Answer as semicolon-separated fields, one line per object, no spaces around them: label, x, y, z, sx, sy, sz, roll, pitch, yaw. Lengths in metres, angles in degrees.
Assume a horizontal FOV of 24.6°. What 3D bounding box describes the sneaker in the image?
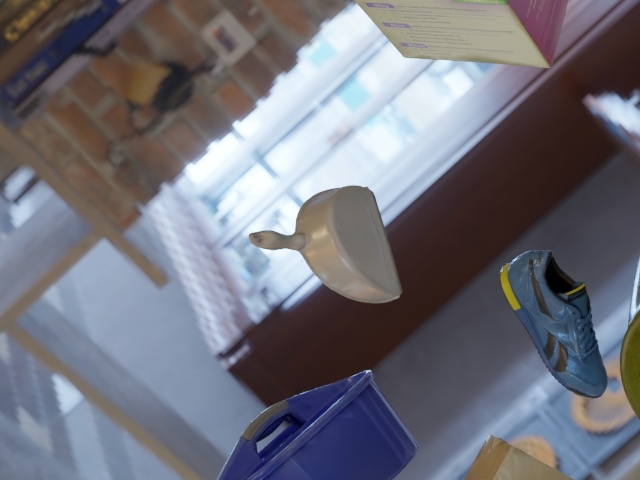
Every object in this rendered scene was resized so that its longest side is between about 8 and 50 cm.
sneaker;0.303;0.103;1.784;0.209;0.082;0.069;56;-138;-11

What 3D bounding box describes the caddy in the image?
caddy;-0.029;0.311;2.029;0.179;0.341;0.241;51;142;1

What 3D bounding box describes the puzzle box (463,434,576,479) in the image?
puzzle box;0.302;0.445;1.881;0.409;0.272;0.052;32;177;-30

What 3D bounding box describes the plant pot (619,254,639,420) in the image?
plant pot;0.517;0.088;1.721;0.366;0.366;0.353;48;-143;0

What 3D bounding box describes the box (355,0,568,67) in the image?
box;0.167;-0.323;1.819;0.213;0.117;0.243;8;165;29

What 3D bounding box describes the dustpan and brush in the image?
dustpan and brush;0.000;0.000;1.661;0.211;0.060;0.147;12;-122;-56
